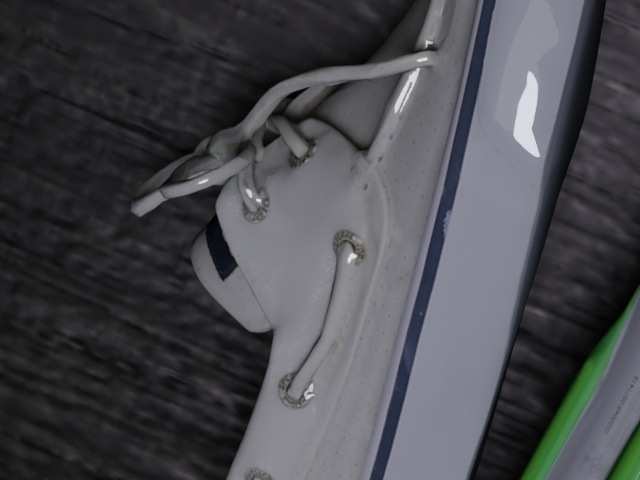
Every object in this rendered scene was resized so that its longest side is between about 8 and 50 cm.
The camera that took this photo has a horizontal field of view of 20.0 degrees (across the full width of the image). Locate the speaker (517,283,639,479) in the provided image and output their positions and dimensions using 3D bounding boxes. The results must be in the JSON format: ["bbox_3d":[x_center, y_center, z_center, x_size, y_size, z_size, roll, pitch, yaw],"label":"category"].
[{"bbox_3d":[0.130,0.126,0.671,0.131,0.131,0.297,27,105,2],"label":"speaker"}]

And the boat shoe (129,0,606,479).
[{"bbox_3d":[0.002,-0.001,0.669,0.156,0.136,0.367,17,114,7],"label":"boat shoe"}]
